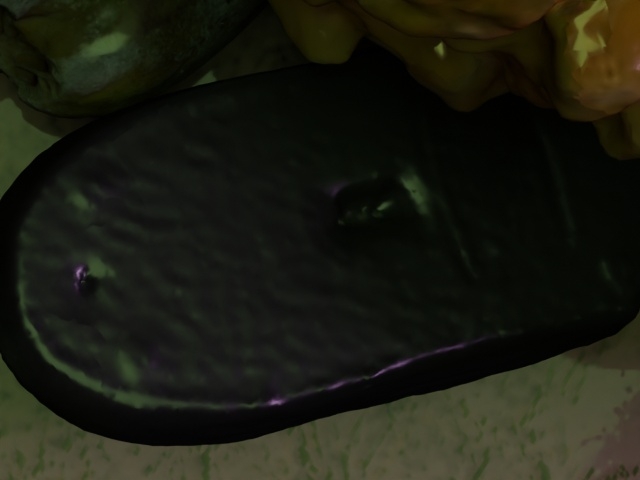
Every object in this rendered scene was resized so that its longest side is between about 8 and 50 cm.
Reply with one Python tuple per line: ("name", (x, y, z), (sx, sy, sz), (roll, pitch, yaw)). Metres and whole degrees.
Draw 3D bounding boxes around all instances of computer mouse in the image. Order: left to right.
("computer mouse", (0.000, 0.000, 0.762), (0.270, 0.086, 0.137), (-15, 83, -18))

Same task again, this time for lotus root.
("lotus root", (-0.059, -0.130, 0.759), (0.192, 0.088, 0.113), (-44, 107, -13))

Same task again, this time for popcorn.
("popcorn", (0.069, -0.151, 0.688), (0.191, 0.190, 0.253), (-1, 78, 31))
